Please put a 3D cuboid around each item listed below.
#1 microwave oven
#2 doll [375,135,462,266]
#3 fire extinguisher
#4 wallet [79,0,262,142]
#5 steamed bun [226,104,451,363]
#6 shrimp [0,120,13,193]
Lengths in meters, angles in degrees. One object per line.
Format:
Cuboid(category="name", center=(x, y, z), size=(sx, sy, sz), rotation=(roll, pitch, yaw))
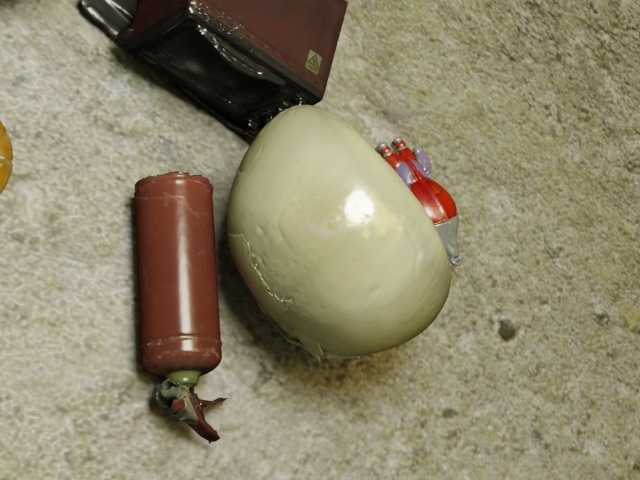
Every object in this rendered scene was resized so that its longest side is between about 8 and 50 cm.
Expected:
Cuboid(category="microwave oven", center=(-0.117, -0.282, 1.618), size=(0.247, 0.178, 0.188), rotation=(29, 64, -31))
Cuboid(category="doll", center=(0.160, -0.060, 1.855), size=(0.102, 0.075, 0.227), rotation=(-25, 79, -26))
Cuboid(category="fire extinguisher", center=(-0.171, 0.090, 1.542), size=(0.147, 0.107, 0.336), rotation=(23, 58, -57))
Cuboid(category="wallet", center=(-0.170, -0.321, 1.734), size=(0.323, 0.041, 0.247), rotation=(38, 56, -22))
Cuboid(category="steamed bun", center=(0.000, 0.000, 1.555), size=(0.233, 0.312, 0.334), rotation=(-41, 62, -7))
Cuboid(category="shrimp", center=(-0.433, -0.075, 1.434), size=(0.115, 0.051, 0.217), rotation=(31, 54, -27))
